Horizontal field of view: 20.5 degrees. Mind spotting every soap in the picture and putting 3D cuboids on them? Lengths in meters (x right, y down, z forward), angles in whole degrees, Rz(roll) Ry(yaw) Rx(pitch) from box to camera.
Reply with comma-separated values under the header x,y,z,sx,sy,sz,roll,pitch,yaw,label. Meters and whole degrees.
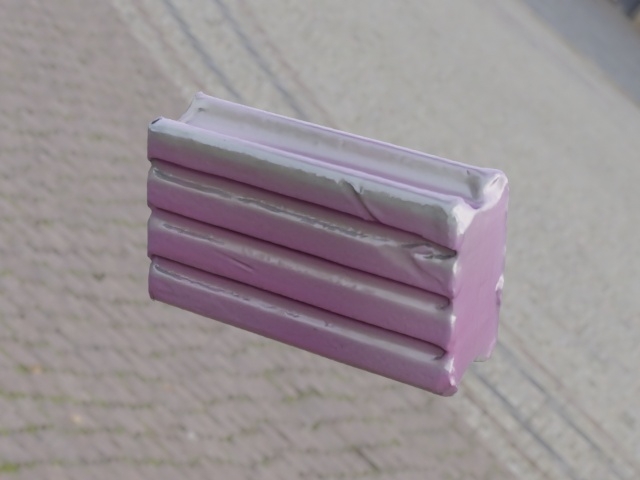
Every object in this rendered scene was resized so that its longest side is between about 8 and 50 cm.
x,y,z,sx,sy,sz,roll,pitch,yaw,label
0.000,0.000,0.992,0.203,0.122,0.065,17,32,25,soap
